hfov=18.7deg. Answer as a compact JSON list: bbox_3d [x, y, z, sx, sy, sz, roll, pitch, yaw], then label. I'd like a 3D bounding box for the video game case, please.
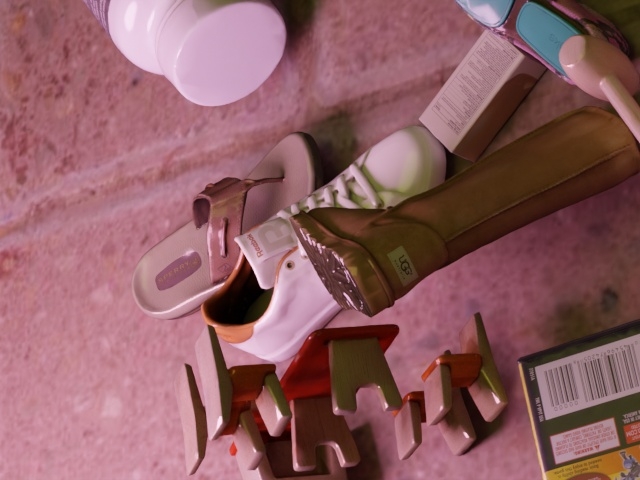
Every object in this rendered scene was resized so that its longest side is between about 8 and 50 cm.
[{"bbox_3d":[0.310,0.173,1.556,0.274,0.035,0.248,-20,65,23],"label":"video game case"}]

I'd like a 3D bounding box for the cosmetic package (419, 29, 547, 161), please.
[{"bbox_3d":[0.152,-0.137,1.815,0.115,0.041,0.060,-52,50,16],"label":"cosmetic package"}]

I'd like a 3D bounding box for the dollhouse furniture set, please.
[{"bbox_3d":[-0.005,0.138,1.739,0.259,0.262,0.135,121,142,-55],"label":"dollhouse furniture set"}]

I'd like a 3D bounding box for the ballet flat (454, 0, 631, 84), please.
[{"bbox_3d":[0.195,-0.215,1.776,0.221,0.079,0.077,42,124,30],"label":"ballet flat"}]

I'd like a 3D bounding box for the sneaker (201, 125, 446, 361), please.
[{"bbox_3d":[0.000,0.000,1.851,0.290,0.123,0.106,-49,49,16],"label":"sneaker"}]

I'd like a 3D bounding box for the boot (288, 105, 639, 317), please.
[{"bbox_3d":[0.124,-0.032,1.725,0.269,0.089,0.236,-29,20,-10],"label":"boot"}]

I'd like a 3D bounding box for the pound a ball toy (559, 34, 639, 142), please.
[{"bbox_3d":[0.364,-0.103,1.559,0.208,0.135,0.319,-47,50,19],"label":"pound a ball toy"}]

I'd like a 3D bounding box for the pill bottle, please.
[{"bbox_3d":[-0.166,-0.285,2.042,0.176,0.176,0.318,-51,50,17],"label":"pill bottle"}]

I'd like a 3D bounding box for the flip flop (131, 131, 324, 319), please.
[{"bbox_3d":[-0.103,-0.012,1.968,0.277,0.080,0.112,-33,57,29],"label":"flip flop"}]
